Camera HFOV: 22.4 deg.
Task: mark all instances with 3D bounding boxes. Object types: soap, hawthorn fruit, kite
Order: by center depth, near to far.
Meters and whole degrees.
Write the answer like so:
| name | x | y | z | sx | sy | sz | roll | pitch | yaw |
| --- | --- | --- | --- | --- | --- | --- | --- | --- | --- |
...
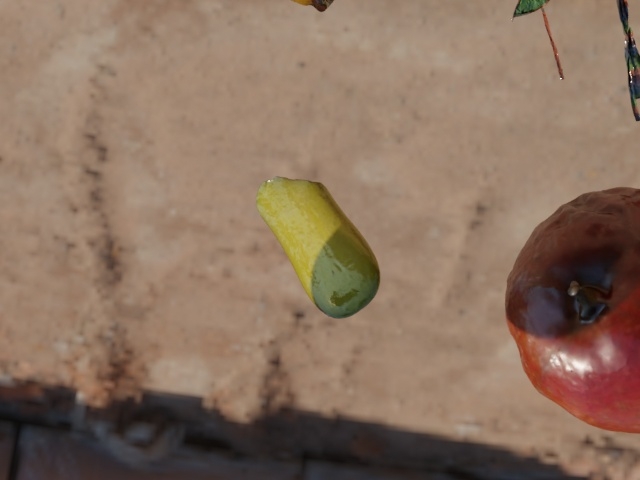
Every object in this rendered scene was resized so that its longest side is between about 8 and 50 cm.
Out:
| name | x | y | z | sx | sy | sz | roll | pitch | yaw |
| --- | --- | --- | --- | --- | --- | --- | --- | --- | --- |
| kite | 0.263 | -0.221 | 1.425 | 0.198 | 0.006 | 0.244 | -22 | 111 | 1 |
| hawthorn fruit | 0.276 | 0.064 | 1.538 | 0.242 | 0.242 | 0.272 | -6 | 176 | 26 |
| soap | 0.000 | 0.000 | 1.651 | 0.089 | 0.168 | 0.033 | -38 | 162 | 24 |

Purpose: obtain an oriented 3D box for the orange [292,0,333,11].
| name | x | y | z | sx | sy | sz | roll | pitch | yaw |
| --- | --- | --- | --- | --- | --- | --- | --- | --- | --- |
| orange | -0.020 | -0.299 | 1.526 | 0.112 | 0.160 | 0.170 | 8 | 114 | 19 |
